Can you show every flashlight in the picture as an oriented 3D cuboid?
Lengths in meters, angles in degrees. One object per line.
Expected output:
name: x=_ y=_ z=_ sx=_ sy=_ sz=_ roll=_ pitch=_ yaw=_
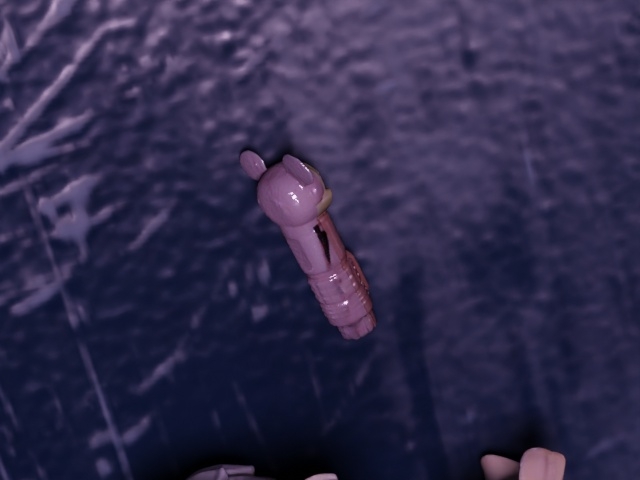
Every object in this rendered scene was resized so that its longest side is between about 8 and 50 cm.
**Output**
flashlight: x=0.000 y=0.000 z=0.957 sx=0.031 sy=0.052 sz=0.110 roll=-43 pitch=120 yaw=-29

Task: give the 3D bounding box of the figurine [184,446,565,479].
figurine: x=0.002 y=0.162 z=0.965 sx=0.237 sy=0.141 sz=0.162 roll=-1 pitch=143 yaw=3
